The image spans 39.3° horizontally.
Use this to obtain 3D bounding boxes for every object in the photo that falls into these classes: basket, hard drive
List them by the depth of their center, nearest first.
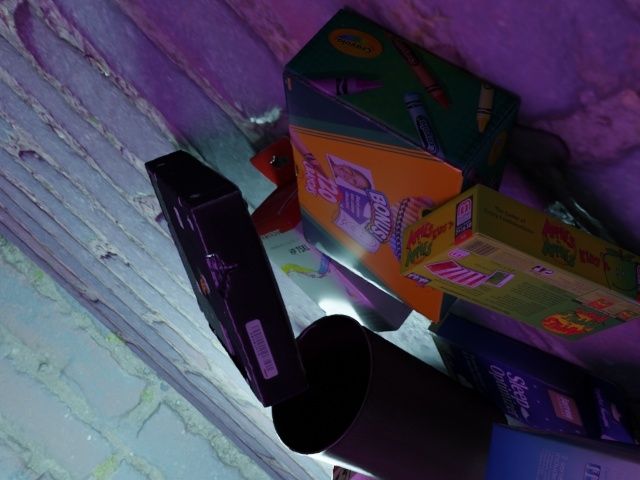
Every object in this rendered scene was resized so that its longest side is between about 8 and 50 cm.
[{"bbox_3d":[0.086,0.199,1.002,0.227,0.154,0.204,29,175,-25],"label":"basket"},{"bbox_3d":[-0.119,0.027,1.057,0.339,0.064,0.237,31,141,68],"label":"hard drive"}]

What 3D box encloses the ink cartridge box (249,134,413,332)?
[{"bbox_3d":[0.000,0.000,1.003,0.231,0.078,0.134,45,158,-11],"label":"ink cartridge box"}]

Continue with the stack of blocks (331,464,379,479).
[{"bbox_3d":[0.163,0.321,1.161,0.297,0.171,0.087,33,120,-12],"label":"stack of blocks"}]

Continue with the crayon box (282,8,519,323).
[{"bbox_3d":[0.065,-0.051,0.785,0.165,0.081,0.278,32,158,19],"label":"crayon box"}]

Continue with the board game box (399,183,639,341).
[{"bbox_3d":[0.162,0.022,0.694,0.181,0.043,0.092,21,149,-24],"label":"board game box"}]

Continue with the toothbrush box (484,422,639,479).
[{"bbox_3d":[0.317,0.258,0.795,0.216,0.126,0.295,14,174,-28],"label":"toothbrush box"}]

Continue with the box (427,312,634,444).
[{"bbox_3d":[0.234,0.165,1.005,0.225,0.036,0.136,20,152,39],"label":"box"}]
